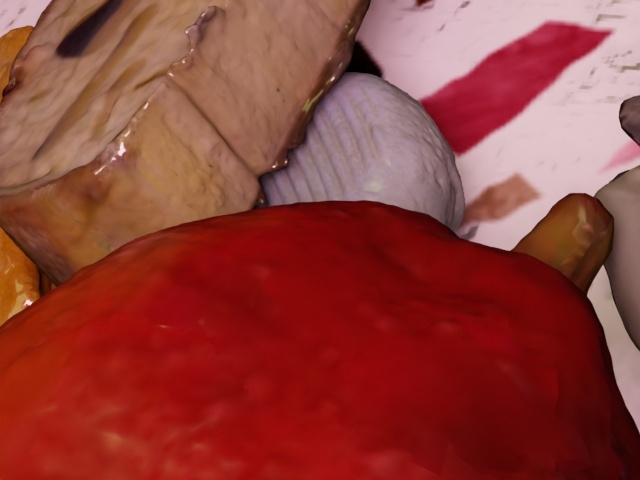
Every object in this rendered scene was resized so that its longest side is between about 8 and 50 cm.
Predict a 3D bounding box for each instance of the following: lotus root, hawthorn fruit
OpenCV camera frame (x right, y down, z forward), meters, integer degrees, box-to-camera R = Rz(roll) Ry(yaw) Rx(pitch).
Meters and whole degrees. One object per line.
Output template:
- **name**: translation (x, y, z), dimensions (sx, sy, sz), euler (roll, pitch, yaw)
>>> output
- **lotus root**: translation (-0.055, -0.090, 0.704), dimensions (0.170, 0.074, 0.260), euler (-11, 47, 45)
- **hawthorn fruit**: translation (-0.003, 0.113, 0.515), dimensions (0.265, 0.265, 0.307), euler (32, 74, 37)

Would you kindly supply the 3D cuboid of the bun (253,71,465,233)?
- **bun**: translation (0.000, 0.000, 0.691), dimensions (0.141, 0.083, 0.140), euler (-25, 41, 23)

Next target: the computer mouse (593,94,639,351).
- **computer mouse**: translation (0.290, 0.018, 0.482), dimensions (0.429, 0.145, 0.228), euler (20, 89, 33)

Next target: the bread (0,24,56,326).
- **bread**: translation (-0.160, 0.032, 0.760), dimensions (0.139, 0.077, 0.270), euler (-25, 51, 17)
